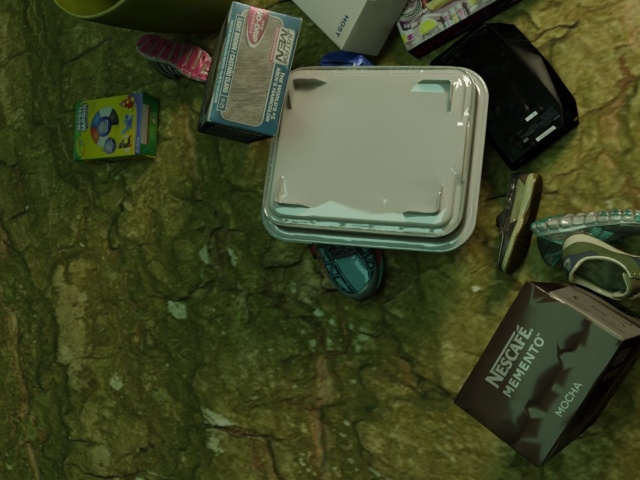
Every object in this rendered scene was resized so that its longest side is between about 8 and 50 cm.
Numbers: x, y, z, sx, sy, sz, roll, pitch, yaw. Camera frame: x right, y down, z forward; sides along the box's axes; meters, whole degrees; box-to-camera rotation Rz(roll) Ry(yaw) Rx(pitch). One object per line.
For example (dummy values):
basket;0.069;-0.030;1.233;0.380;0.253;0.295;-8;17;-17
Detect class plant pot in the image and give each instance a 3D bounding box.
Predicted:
plant pot;-0.279;-0.482;1.294;0.275;0.293;0.274;-3;85;31

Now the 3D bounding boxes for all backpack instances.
backpack;0.040;-0.251;1.199;0.098;0.101;0.120;10;89;21

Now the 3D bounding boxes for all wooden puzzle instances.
wooden puzzle;0.000;0.000;1.256;0.049;0.006;0.083;-29;72;26

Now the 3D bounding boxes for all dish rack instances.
dish rack;0.068;-0.135;1.075;0.333;0.072;0.285;5;80;18

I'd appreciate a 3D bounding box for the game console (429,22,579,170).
game console;0.187;-0.159;1.105;0.361;0.044;0.213;-36;68;12

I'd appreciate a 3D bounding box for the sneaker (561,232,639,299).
sneaker;0.403;0.053;0.938;0.192;0.086;0.064;18;122;14

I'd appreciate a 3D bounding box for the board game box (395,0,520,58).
board game box;0.256;-0.455;1.118;0.347;0.056;0.208;-26;69;27

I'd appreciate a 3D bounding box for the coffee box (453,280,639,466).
coffee box;0.299;0.149;0.896;0.119;0.297;0.168;35;104;28

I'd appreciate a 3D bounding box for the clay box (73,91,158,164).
clay box;-0.434;-0.227;1.506;0.222;0.053;0.127;-1;85;30

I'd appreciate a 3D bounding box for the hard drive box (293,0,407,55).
hard drive box;0.041;-0.441;1.179;0.232;0.089;0.181;51;127;31

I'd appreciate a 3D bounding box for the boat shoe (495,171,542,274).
boat shoe;0.282;-0.026;1.066;0.049;0.056;0.152;15;84;37

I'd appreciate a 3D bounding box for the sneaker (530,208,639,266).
sneaker;0.378;-0.001;1.008;0.167;0.065;0.076;-6;99;34

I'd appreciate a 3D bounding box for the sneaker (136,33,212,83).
sneaker;-0.271;-0.344;1.418;0.170;0.075;0.063;22;79;8

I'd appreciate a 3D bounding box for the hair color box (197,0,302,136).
hair color box;-0.125;-0.253;1.171;0.105;0.347;0.173;11;93;-13

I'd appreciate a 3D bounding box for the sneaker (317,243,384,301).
sneaker;0.012;-0.023;1.177;0.104;0.125;0.261;-28;72;20
